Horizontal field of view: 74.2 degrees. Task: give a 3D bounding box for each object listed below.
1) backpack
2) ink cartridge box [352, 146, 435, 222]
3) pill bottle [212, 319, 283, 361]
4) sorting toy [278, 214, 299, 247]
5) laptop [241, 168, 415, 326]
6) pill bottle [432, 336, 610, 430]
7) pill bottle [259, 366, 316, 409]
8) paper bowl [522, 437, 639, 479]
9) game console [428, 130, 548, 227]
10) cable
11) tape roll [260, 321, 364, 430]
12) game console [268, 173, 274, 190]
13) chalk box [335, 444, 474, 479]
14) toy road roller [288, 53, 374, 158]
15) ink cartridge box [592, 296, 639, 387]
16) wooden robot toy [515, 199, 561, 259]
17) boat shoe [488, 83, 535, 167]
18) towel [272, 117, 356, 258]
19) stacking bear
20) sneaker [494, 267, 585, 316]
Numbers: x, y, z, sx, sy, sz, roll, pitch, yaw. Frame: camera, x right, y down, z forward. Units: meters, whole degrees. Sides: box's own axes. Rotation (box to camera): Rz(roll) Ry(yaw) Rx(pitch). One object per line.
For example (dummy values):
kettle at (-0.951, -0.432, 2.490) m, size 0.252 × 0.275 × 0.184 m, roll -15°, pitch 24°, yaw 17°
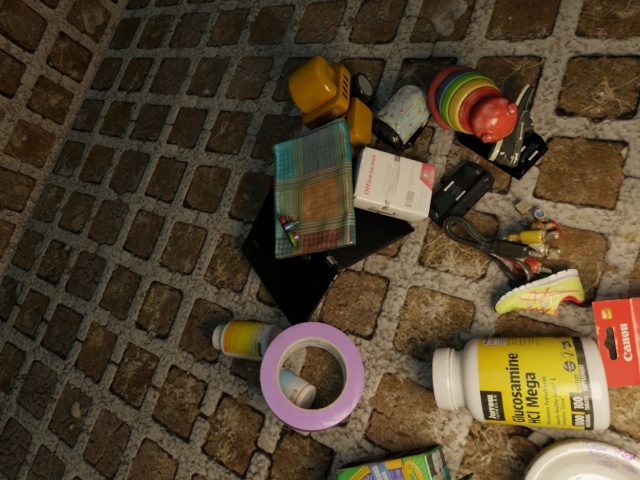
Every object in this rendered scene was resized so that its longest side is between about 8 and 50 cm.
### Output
backpack at (0.257, -0.383, 1.307) m, size 0.182 × 0.115 × 0.152 m, roll -45°, pitch 57°, yaw 4°
ink cartridge box at (0.201, -0.156, 1.212) m, size 0.217 × 0.092 × 0.159 m, roll 14°, pitch 78°, yaw -9°
pill bottle at (-0.228, 0.311, 1.322) m, size 0.214 × 0.117 × 0.117 m, roll 0°, pitch 73°, yaw 26°
sorting toy at (-0.079, -0.034, 1.177) m, size 0.042 × 0.061 × 0.102 m, roll -26°, pitch 70°, yaw -11°
laptop at (0.000, 0.000, 1.336) m, size 0.382 × 0.236 × 0.408 m, roll 50°, pitch 122°, yaw 33°
pill bottle at (0.431, 0.312, 0.945) m, size 0.333 × 0.188 × 0.188 m, roll -7°, pitch 70°, yaw 25°
pill bottle at (-0.098, 0.426, 1.235) m, size 0.160 × 0.087 × 0.087 m, roll 23°, pitch 85°, yaw 31°
paper bowl at (0.548, 0.543, 0.833) m, size 0.284 × 0.148 × 0.285 m, roll -9°, pitch 70°, yaw 25°
game console at (0.436, -0.197, 1.197) m, size 0.361 × 0.044 × 0.213 m, roll -47°, pitch 58°, yaw 5°
cable at (0.454, 0.017, 1.095) m, size 0.287 × 0.072 × 0.140 m, roll 21°, pitch 118°, yaw 44°
tape roll at (-0.023, 0.366, 1.145) m, size 0.274 × 0.090 × 0.275 m, roll 1°, pitch 63°, yaw -2°
game console at (-0.107, -0.233, 1.501) m, size 0.124 × 0.085 × 0.144 m, roll 18°, pitch 82°, yaw -1°
chalk box at (0.211, 0.586, 0.972) m, size 0.288 × 0.180 × 0.179 m, roll -21°, pitch 65°, yaw 21°
toy road roller at (0.016, -0.412, 1.323) m, size 0.202 × 0.240 × 0.330 m, roll -21°, pitch 54°, yaw 40°
ink cartridge box at (0.681, 0.201, 0.843) m, size 0.224 × 0.056 × 0.181 m, roll -5°, pitch 84°, yaw 0°
wooden robot toy at (0.552, -0.035, 1.062) m, size 0.076 × 0.079 × 0.174 m, roll -24°, pitch 65°, yaw 18°
boat shoe at (0.525, -0.304, 1.125) m, size 0.079 × 0.084 × 0.233 m, roll 23°, pitch 81°, yaw 13°
towel at (-0.027, -0.146, 1.213) m, size 0.271 × 0.040 × 0.371 m, roll -12°, pitch 72°, yaw 32°
stacking bear at (0.406, -0.346, 1.105) m, size 0.175 × 0.164 × 0.289 m, roll -48°, pitch 30°, yaw 20°
sneaker at (0.526, 0.144, 1.016) m, size 0.208 × 0.081 × 0.094 m, roll -25°, pitch 69°, yaw 19°
